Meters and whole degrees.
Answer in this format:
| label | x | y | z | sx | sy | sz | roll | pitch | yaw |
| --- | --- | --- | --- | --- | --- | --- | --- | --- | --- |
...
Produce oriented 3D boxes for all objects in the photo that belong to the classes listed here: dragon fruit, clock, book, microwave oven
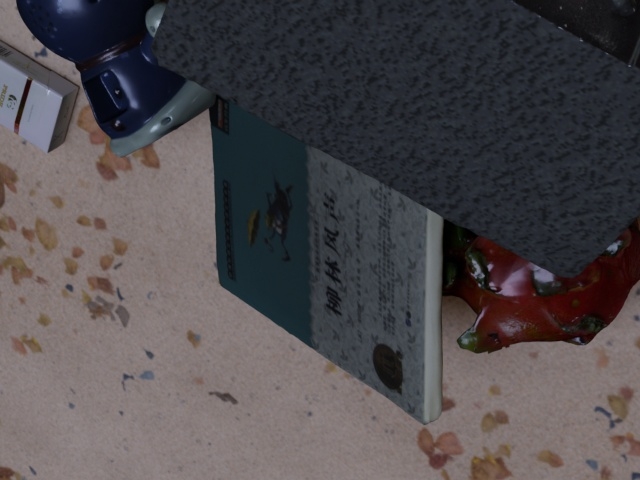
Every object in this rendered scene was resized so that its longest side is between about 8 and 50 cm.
| label | x | y | z | sx | sy | sz | roll | pitch | yaw |
| --- | --- | --- | --- | --- | --- | --- | --- | --- | --- |
| dragon fruit | 0.186 | 0.012 | 1.709 | 0.269 | 0.198 | 0.200 | 8 | 150 | 14 |
| clock | -0.216 | -0.221 | 1.847 | 0.200 | 0.146 | 0.243 | -14 | 110 | 53 |
| book | 0.000 | 0.000 | 1.815 | 0.379 | 0.031 | 0.264 | 30 | 129 | 47 |
| microwave oven | 0.117 | -0.209 | 1.481 | 0.432 | 0.236 | 0.374 | 28 | 150 | -3 |

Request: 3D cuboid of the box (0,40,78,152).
| label | x | y | z | sx | sy | sz | roll | pitch | yaw |
| --- | --- | --- | --- | --- | --- | --- | --- | --- | --- |
| box | -0.359 | -0.176 | 2.020 | 0.154 | 0.040 | 0.084 | 31 | 124 | 12 |
